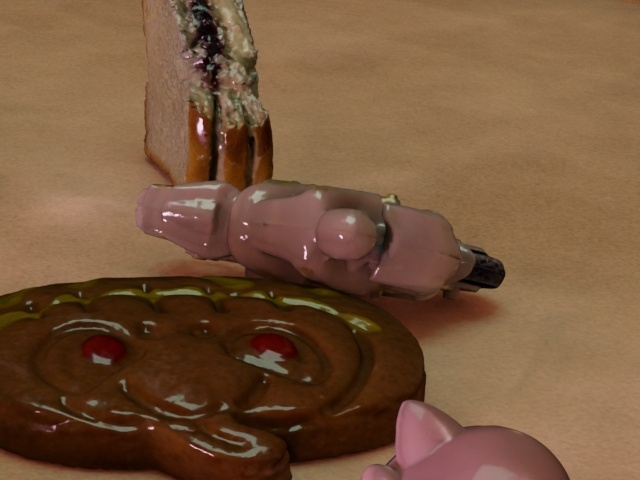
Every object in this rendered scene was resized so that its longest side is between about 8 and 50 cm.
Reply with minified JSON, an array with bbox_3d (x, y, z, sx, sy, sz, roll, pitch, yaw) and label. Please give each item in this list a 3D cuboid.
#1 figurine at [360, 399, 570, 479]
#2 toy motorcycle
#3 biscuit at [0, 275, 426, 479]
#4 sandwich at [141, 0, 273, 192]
[{"bbox_3d":[0.143,0.219,1.156,0.287,0.176,0.186,16,-26,-15],"label":"figurine"},{"bbox_3d":[0.000,0.000,1.716,0.340,0.108,0.223,9,-4,9],"label":"toy motorcycle"},{"bbox_3d":[-0.104,0.100,1.509,0.394,0.070,0.350,-3,20,-21],"label":"biscuit"},{"bbox_3d":[-0.128,-0.196,2.033,0.099,0.288,0.254,-5,16,-17],"label":"sandwich"}]
